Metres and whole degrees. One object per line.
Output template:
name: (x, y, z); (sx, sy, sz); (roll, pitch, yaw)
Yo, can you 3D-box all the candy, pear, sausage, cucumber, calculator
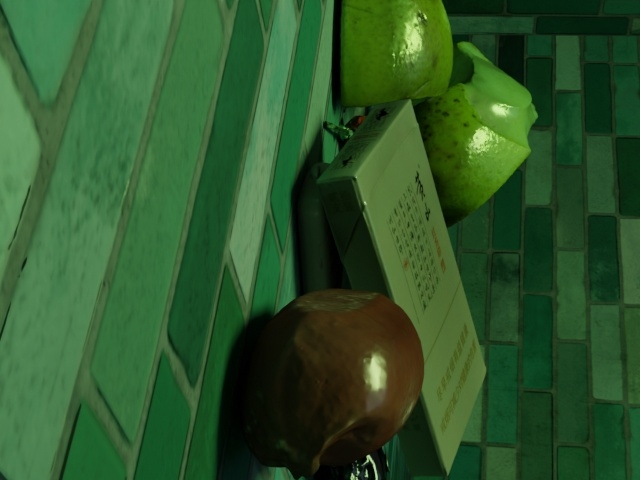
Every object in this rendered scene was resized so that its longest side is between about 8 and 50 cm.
candy: (0.031, -0.131, 1.335); (0.185, 0.049, 0.055); (0, 85, -73)
pear: (0.161, -0.132, 1.588); (0.176, 0.286, 0.282); (44, 32, -12)
sausage: (0.015, 0.111, 0.919); (0.254, 0.148, 0.148); (-5, 97, -81)
cucumber: (0.040, 0.240, 1.346); (0.115, 0.086, 0.193); (70, 17, -64)
calculator: (0.000, 0.000, 1.151); (0.100, 0.032, 0.175); (-74, 163, -57)
pear: (0.093, -0.298, 1.411); (0.288, 0.139, 0.239); (-59, 141, -75)

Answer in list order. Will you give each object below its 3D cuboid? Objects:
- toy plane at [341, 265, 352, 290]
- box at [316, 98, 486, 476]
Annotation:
toy plane: (0.052, 0.064, 1.296); (0.255, 0.101, 0.251); (-72, 163, -48)
box: (0.099, 0.051, 1.205); (0.204, 0.051, 0.365); (-55, 133, -54)
